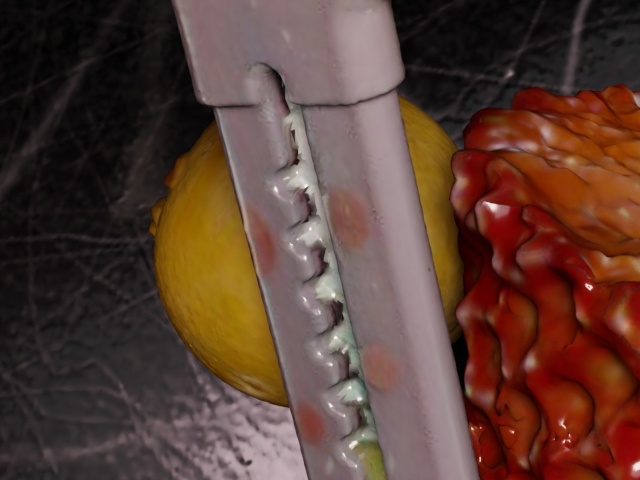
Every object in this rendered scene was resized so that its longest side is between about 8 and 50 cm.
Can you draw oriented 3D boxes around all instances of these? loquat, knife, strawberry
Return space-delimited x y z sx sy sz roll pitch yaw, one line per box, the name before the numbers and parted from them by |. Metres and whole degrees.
loquat | 0.000 0.000 0.564 0.141 0.141 0.141 -4 74 15
knife | 0.015 0.063 0.466 0.132 0.038 0.398 3 113 38
strawberry | 0.132 0.056 0.505 0.234 0.234 0.178 32 118 21
